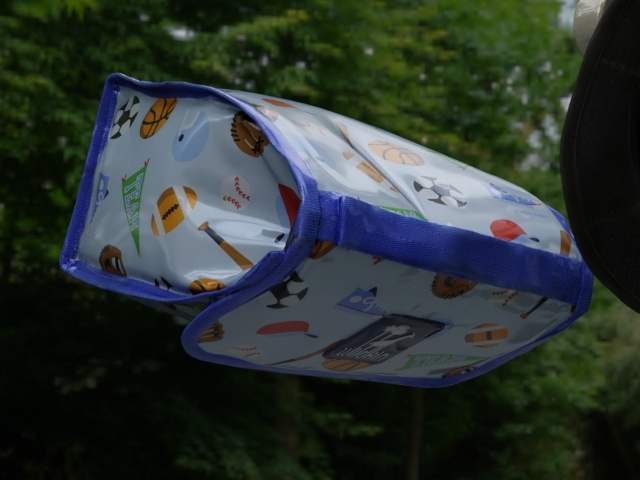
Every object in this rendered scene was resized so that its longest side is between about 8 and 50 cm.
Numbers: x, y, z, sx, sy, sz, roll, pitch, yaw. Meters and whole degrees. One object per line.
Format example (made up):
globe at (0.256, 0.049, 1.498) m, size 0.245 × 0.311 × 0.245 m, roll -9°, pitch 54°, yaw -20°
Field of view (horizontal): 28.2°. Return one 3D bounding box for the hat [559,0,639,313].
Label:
hat at (0.300, -0.099, 1.034) m, size 0.331 × 0.331 × 0.134 m, roll 7°, pitch 7°, yaw -23°

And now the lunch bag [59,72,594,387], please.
lunch bag at (0.000, 0.000, 1.131) m, size 0.328 × 0.238 × 0.385 m, roll 13°, pitch -1°, yaw -37°

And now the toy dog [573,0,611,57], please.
toy dog at (0.419, -0.324, 1.478) m, size 0.220 × 0.333 × 0.161 m, roll 23°, pitch -11°, yaw 41°
